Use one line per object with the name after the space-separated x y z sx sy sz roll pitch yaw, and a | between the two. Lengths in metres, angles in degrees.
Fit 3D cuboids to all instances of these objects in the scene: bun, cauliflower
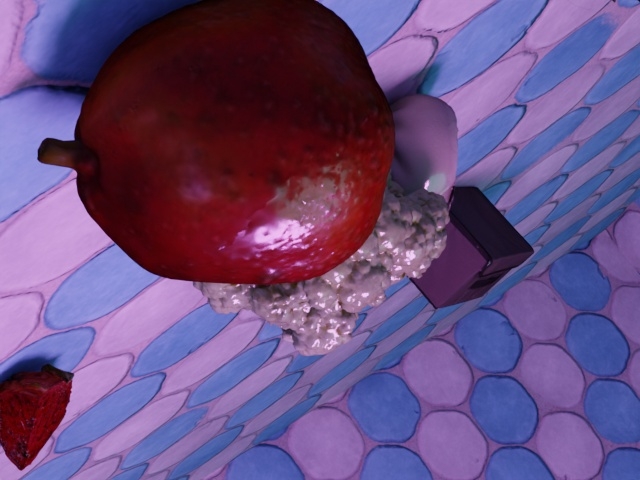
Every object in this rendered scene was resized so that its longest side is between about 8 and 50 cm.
0.113 -0.113 1.652 0.119 0.173 0.173 4 155 -9 | bun
0.002 0.013 1.549 0.327 0.260 0.281 -8 160 -2 | cauliflower

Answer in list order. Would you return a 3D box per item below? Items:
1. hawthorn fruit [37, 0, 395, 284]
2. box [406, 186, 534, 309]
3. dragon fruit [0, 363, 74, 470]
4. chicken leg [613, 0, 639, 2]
-0.089 -0.087 1.075 0.307 0.265 0.265 -3 151 -25 | hawthorn fruit
0.253 0.010 2.291 0.153 0.188 0.252 -46 166 23 | box
-0.389 0.217 1.654 0.106 0.083 0.162 -48 160 -48 | dragon fruit
0.515 -0.402 1.871 0.253 0.051 0.106 -28 157 -27 | chicken leg
